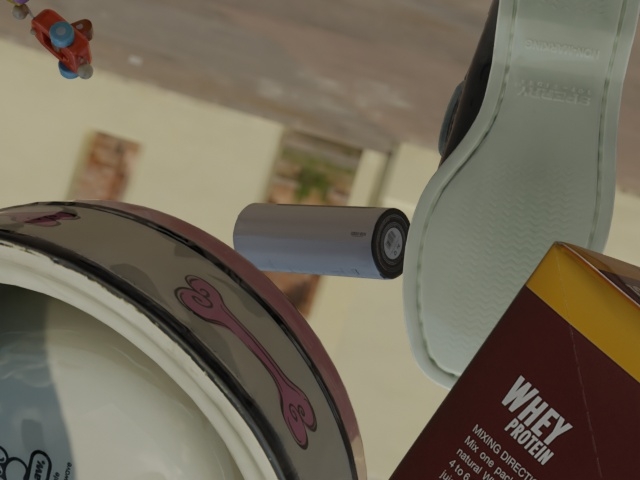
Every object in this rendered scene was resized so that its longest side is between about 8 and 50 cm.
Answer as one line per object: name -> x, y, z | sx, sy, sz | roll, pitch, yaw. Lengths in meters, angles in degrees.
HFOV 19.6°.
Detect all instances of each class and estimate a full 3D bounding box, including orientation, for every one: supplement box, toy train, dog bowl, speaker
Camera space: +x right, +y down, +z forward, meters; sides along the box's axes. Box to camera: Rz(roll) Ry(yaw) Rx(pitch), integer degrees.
supplement box -> 0.124, 0.138, 0.657 | 0.191, 0.194, 0.129 | 42, -164, 35
toy train -> -0.212, -0.200, 1.397 | 0.125, 0.046, 0.166 | 40, 160, 22
dog bowl -> -0.150, 0.155, 1.193 | 0.408, 0.408, 0.150 | 16, -151, 22
speaker -> 0.000, 0.000, 1.408 | 0.136, 0.055, 0.055 | 3, 171, 38

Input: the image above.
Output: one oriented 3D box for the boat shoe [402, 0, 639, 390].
boat shoe -> 0.125, -0.053, 1.095 | 0.114, 0.302, 0.091 | 20, 174, 5
